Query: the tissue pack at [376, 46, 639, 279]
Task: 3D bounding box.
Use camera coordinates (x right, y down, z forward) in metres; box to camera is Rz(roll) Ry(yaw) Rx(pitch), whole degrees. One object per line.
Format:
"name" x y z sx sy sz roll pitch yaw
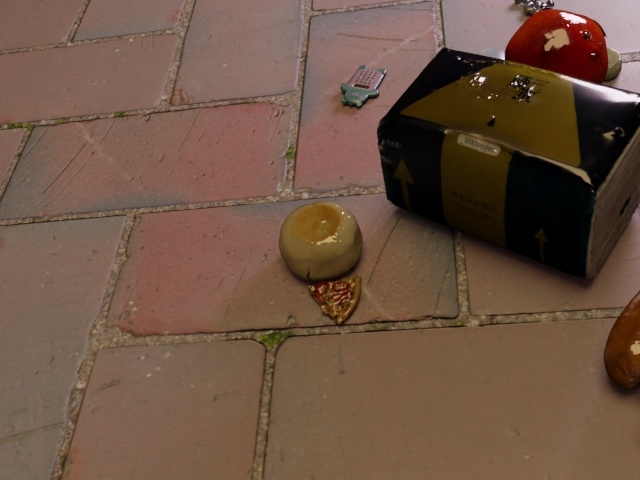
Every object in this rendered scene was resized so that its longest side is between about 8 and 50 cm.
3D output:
"tissue pack" 0.337 -0.147 1.396 0.416 0.253 0.264 23 57 32

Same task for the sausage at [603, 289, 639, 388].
"sausage" 0.528 0.118 1.215 0.270 0.109 0.109 -40 52 -23

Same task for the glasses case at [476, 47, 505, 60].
"glasses case" 0.373 -0.357 1.715 0.067 0.045 0.179 -3 49 11

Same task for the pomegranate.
"pomegranate" 0.469 -0.362 1.597 0.210 0.210 0.235 -15 15 -1

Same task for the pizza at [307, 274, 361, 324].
"pizza" 0.030 0.104 1.391 0.100 0.029 0.099 -13 48 2

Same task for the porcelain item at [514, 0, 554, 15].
"porcelain item" 0.520 -0.554 1.877 0.075 0.021 0.136 -15 47 -6

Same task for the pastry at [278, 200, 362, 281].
"pastry" 0.000 0.000 1.452 0.156 0.092 0.157 -9 52 11

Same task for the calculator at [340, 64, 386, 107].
"calculator" 0.095 -0.350 1.793 0.094 0.019 0.141 15 53 21

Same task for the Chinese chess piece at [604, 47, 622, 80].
"Chinese chess piece" 0.599 -0.375 1.689 0.084 0.034 0.084 -8 47 9
